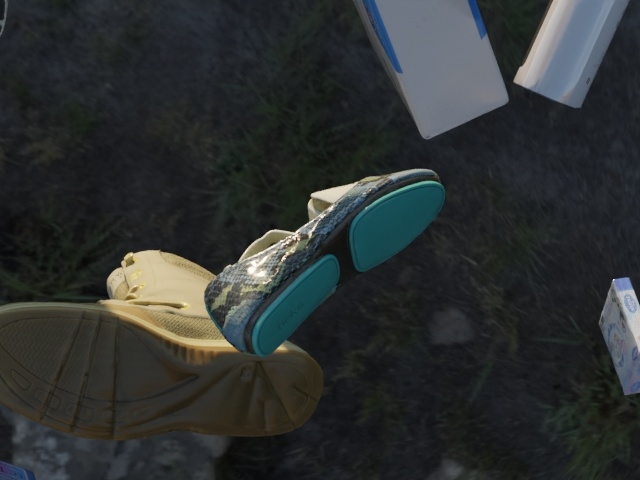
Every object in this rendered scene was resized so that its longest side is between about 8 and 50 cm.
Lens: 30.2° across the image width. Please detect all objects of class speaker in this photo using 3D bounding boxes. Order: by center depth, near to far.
[{"bbox_3d":[0.195,-0.168,0.871,0.055,0.055,0.136,27,104,18],"label":"speaker"}]

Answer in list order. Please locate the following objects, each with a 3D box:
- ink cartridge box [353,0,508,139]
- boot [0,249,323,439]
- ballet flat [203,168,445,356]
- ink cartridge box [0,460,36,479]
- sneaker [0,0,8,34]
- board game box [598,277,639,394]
[{"bbox_3d":[0.081,-0.207,1.058,0.086,0.148,0.203,-24,33,4],"label":"ink cartridge box"},{"bbox_3d":[-0.151,0.068,0.921,0.203,0.262,0.095,39,118,59],"label":"boot"},{"bbox_3d":[0.000,0.000,0.771,0.188,0.070,0.070,-36,70,-30],"label":"ballet flat"},{"bbox_3d":[-0.354,0.362,1.076,0.151,0.395,0.269,22,88,-21],"label":"ink cartridge box"},{"bbox_3d":[-0.428,-0.409,1.512,0.130,0.147,0.330,17,117,-19],"label":"sneaker"},{"bbox_3d":[0.317,0.100,1.226,0.020,0.090,0.090,-9,56,-4],"label":"board game box"}]
